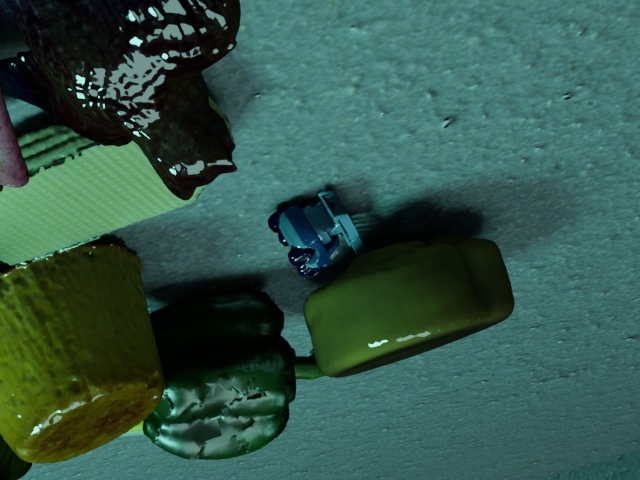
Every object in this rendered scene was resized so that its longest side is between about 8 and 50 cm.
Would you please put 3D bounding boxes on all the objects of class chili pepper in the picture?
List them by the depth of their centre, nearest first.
[{"bbox_3d":[-0.091,0.138,1.271,0.260,0.174,0.165,-9,132,-26],"label":"chili pepper"}]

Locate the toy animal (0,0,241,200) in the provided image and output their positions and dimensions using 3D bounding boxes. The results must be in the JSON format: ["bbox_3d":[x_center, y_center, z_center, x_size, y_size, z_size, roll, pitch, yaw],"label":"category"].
[{"bbox_3d":[-0.133,-0.105,0.716,0.218,0.180,0.116,-30,178,39],"label":"toy animal"}]

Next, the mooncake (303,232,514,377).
[{"bbox_3d":[0.085,0.070,1.241,0.234,0.117,0.235,-18,173,-2],"label":"mooncake"}]

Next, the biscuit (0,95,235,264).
[{"bbox_3d":[-0.189,-0.055,0.936,0.252,0.052,0.150,-19,159,14],"label":"biscuit"}]

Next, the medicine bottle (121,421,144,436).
[{"bbox_3d":[-0.265,0.240,1.518,0.083,0.047,0.047,0,152,-29],"label":"medicine bottle"}]

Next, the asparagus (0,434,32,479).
[{"bbox_3d":[-0.437,0.231,1.331,0.108,0.128,0.382,20,160,13],"label":"asparagus"}]

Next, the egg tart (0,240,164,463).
[{"bbox_3d":[-0.249,0.108,1.109,0.215,0.171,0.215,-27,158,-12],"label":"egg tart"}]

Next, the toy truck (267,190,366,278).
[{"bbox_3d":[0.000,0.000,1.153,0.074,0.063,0.136,-32,159,-1],"label":"toy truck"}]

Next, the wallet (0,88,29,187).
[{"bbox_3d":[-0.265,-0.110,0.751,0.119,0.025,0.232,17,154,4],"label":"wallet"}]
